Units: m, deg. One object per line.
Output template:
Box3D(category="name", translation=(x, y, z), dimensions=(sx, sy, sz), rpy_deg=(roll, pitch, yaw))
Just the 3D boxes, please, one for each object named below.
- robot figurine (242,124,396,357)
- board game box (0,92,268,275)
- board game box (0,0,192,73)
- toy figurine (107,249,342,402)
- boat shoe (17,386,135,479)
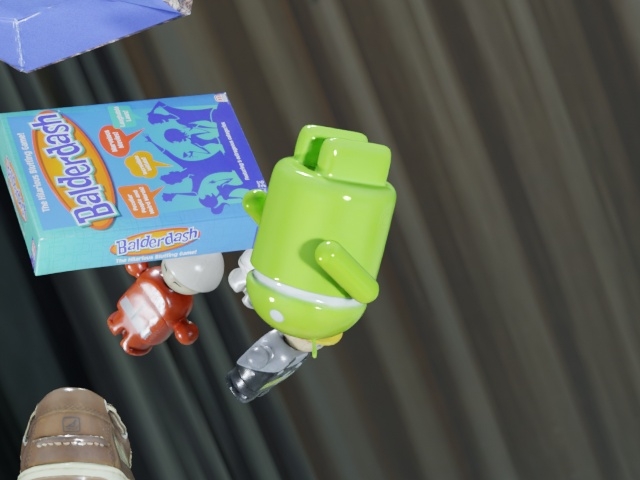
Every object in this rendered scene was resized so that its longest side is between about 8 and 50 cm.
Box3D(category="robot figurine", translation=(0.000, 0.000, 1.033), dimensions=(0.067, 0.115, 0.101), rpy_deg=(6, 15, -33))
Box3D(category="board game box", translation=(-0.160, -0.052, 1.701), dimensions=(0.210, 0.047, 0.160), rpy_deg=(-8, 48, -20))
Box3D(category="board game box", translation=(-0.225, -0.334, 1.821), dimensions=(0.232, 0.141, 0.291), rpy_deg=(-13, 59, 40))
Box3D(category="toy figurine", translation=(-0.086, 0.027, 1.898), dimensions=(0.148, 0.209, 0.213), rpy_deg=(-46, 27, 35))
Box3D(category="boat shoe", translation=(-0.164, 0.162, 1.363), dimensions=(0.095, 0.095, 0.257), rpy_deg=(0, -19, -9))
